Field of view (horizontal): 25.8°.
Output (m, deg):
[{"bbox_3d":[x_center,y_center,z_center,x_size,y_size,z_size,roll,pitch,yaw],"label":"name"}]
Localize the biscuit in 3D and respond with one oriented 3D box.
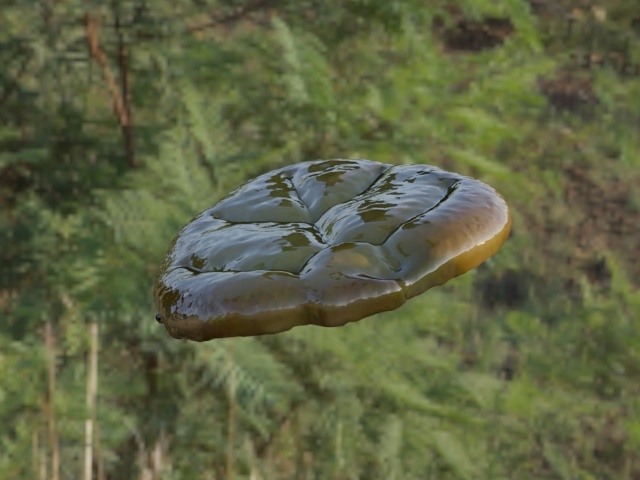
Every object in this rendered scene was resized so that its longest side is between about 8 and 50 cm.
[{"bbox_3d":[-0.002,-0.005,0.786,0.202,0.041,0.260,-20,18,-3],"label":"biscuit"}]
